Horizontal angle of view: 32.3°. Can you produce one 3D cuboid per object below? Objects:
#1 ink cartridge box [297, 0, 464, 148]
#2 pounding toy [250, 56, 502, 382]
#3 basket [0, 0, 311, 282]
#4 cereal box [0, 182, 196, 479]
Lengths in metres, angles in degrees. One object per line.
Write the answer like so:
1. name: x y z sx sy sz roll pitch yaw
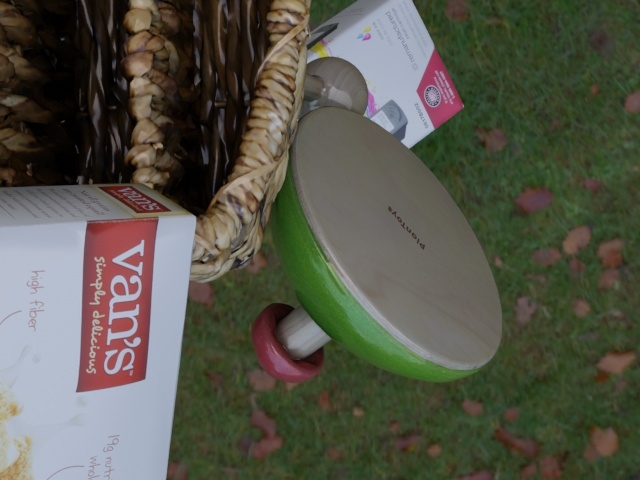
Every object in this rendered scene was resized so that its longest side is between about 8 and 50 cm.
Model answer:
1. ink cartridge box: 0.043 -0.222 1.739 0.306 0.131 0.226 -39 113 -20
2. pounding toy: 0.000 0.000 0.685 0.110 0.183 0.237 -37 75 29
3. basket: -0.113 -0.128 0.512 0.213 0.223 0.299 -2 82 3
4. cereal box: -0.159 0.072 0.352 0.240 0.047 0.173 -5 112 -37
